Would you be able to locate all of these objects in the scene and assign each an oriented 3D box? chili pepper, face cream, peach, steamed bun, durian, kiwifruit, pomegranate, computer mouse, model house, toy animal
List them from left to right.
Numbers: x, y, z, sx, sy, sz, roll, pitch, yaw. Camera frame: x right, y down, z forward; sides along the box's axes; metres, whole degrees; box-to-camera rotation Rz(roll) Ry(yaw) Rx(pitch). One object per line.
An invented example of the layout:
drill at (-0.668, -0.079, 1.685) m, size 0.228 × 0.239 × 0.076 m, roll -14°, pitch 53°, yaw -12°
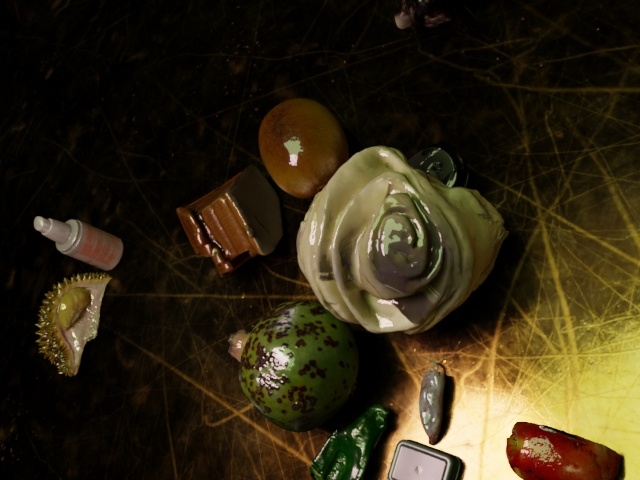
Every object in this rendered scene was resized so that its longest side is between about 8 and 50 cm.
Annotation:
durian at (-0.685, 0.223, 2.027) m, size 0.172 × 0.166 × 0.306 m, roll 135°, pitch 145°, yaw -54°
face cream at (-0.660, -0.003, 2.018) m, size 0.101 × 0.252 × 0.101 m, roll -16°, pitch 61°, yaw 32°
model house at (-0.219, -0.033, 1.757) m, size 0.229 × 0.219 × 0.199 m, roll -28°, pitch 96°, yaw 31°
pomegranate at (-0.052, 0.235, 1.442) m, size 0.271 × 0.254 × 0.254 m, roll 19°, pitch 82°, yaw 24°
kiwifruit at (-0.037, -0.202, 1.671) m, size 0.196 × 0.196 × 0.234 m, roll -32°, pitch 60°, yaw 22°
chili pepper at (0.062, 0.404, 1.400) m, size 0.108 × 0.062 × 0.216 m, roll 36°, pitch 93°, yaw 36°
steamed bun at (0.137, 0.010, 1.325) m, size 0.394 × 0.237 × 0.346 m, roll -14°, pitch 105°, yaw 10°
computer mouse at (0.203, -0.091, 1.495) m, size 0.233 × 0.096 × 0.137 m, roll -37°, pitch 47°, yaw 24°
chili pepper at (0.202, 0.292, 1.355) m, size 0.050 × 0.041 × 0.153 m, roll 128°, pitch 154°, yaw -70°
toy animal at (0.295, -0.564, 1.577) m, size 0.344 × 0.194 × 0.302 m, roll -36°, pitch 46°, yaw 27°
peach at (0.372, 0.347, 1.163) m, size 0.172 × 0.127 × 0.092 m, roll 18°, pitch 72°, yaw 16°

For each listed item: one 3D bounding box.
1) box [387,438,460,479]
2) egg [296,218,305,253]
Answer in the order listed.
box at (0.181, 0.409, 1.322) m, size 0.126 × 0.031 × 0.091 m, roll 11°, pitch 76°, yaw 42°
egg at (0.000, 0.000, 1.603) m, size 0.103 × 0.103 × 0.135 m, roll 3°, pitch 75°, yaw 39°
